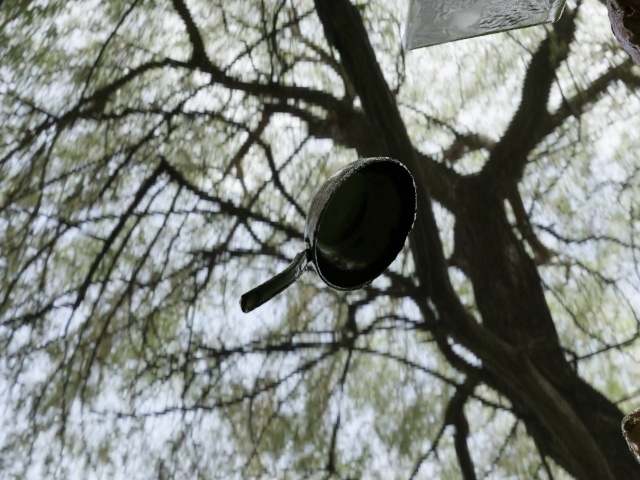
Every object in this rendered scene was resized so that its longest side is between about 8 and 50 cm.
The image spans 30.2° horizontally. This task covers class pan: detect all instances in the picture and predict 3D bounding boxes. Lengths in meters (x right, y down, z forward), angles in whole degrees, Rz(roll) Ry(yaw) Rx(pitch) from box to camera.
[{"bbox_3d":[-0.001,0.000,0.558,0.115,0.023,0.068,-31,-48,-34],"label":"pan"}]

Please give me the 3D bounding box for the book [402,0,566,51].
[{"bbox_3d":[0.166,-0.248,1.113,0.167,0.013,0.192,-12,-22,-6],"label":"book"}]

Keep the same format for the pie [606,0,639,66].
[{"bbox_3d":[0.236,-0.144,0.693,0.153,0.038,0.154,12,-54,17],"label":"pie"}]

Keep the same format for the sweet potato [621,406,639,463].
[{"bbox_3d":[0.435,0.191,1.008,0.385,0.109,0.109,10,-62,-5],"label":"sweet potato"}]
